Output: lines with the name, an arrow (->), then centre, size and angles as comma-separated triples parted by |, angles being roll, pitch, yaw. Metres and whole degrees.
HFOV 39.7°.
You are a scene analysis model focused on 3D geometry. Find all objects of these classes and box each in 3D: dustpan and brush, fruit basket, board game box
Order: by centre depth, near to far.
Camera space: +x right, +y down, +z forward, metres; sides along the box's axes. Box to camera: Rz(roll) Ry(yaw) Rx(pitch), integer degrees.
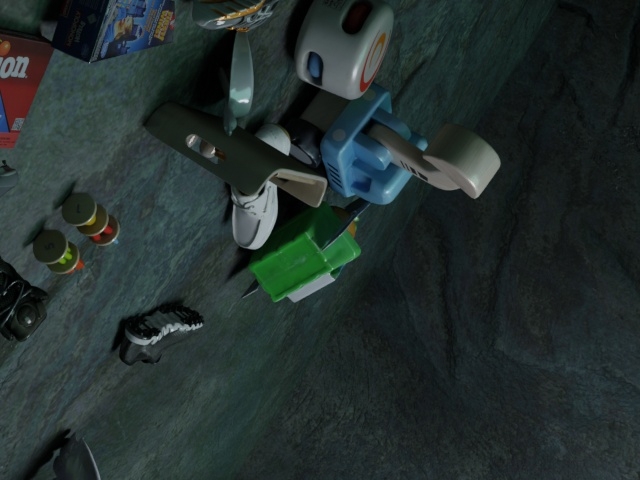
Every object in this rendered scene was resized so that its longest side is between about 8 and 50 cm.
board game box -> -0.410, -0.170, 0.957 | 0.145, 0.027, 0.281 | -63, 163, 15
board game box -> -0.235, -0.316, 1.116 | 0.194, 0.060, 0.194 | -68, 168, 12
dustpan and brush -> -0.142, -0.235, 1.436 | 0.060, 0.211, 0.147 | -2, 133, -18
fruit basket -> 0.000, 0.000, 2.078 | 0.327, 0.165, 0.353 | -31, -176, 31

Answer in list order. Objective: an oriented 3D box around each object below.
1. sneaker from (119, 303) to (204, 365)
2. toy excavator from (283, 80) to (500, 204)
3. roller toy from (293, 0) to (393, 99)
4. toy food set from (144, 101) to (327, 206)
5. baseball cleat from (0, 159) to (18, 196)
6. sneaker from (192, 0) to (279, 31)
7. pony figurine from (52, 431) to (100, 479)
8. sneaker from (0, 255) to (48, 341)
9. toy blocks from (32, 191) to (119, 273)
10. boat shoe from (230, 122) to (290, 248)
sneaker -> -0.328, 0.195, 1.793 | 0.106, 0.078, 0.234 | -60, 160, 20
toy excavator -> 0.148, -0.182, 1.802 | 0.222, 0.445, 0.433 | -54, 164, -13
roller toy -> 0.039, -0.377, 1.662 | 0.191, 0.146, 0.209 | -39, 151, -70
toy food set -> -0.135, -0.127, 1.489 | 0.092, 0.220, 0.306 | -60, 164, 9
baseball cleat -> -0.436, -0.016, 1.038 | 0.206, 0.072, 0.109 | -31, 111, -41
sneaker -> -0.122, -0.355, 1.354 | 0.215, 0.084, 0.083 | -40, 161, -47
pony figurine -> -0.496, 0.586, 1.653 | 0.363, 0.351, 0.302 | -9, 129, -44
sneaker -> -0.425, 0.053, 1.148 | 0.087, 0.130, 0.227 | -52, 160, -22
toy blocks -> -0.365, 0.003, 1.359 | 0.123, 0.054, 0.148 | -55, 164, -11
boat shoe -> -0.139, -0.099, 1.762 | 0.096, 0.098, 0.277 | -32, 141, -55
